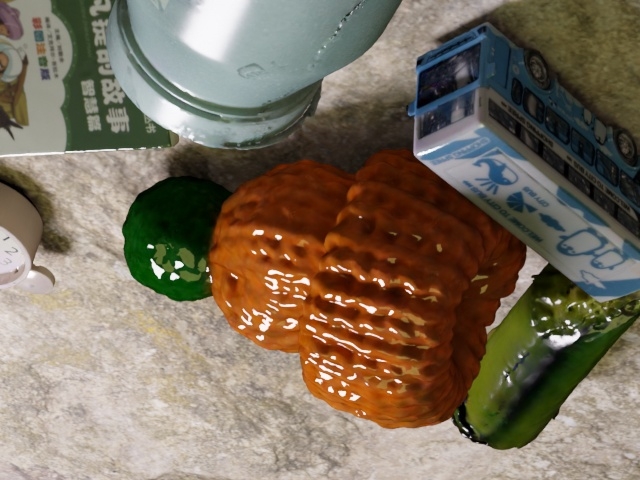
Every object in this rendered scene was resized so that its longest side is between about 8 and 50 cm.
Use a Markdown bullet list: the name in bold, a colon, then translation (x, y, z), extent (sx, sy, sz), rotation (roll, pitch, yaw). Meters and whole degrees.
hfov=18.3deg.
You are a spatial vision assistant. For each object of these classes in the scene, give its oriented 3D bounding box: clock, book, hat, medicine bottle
- **clock**: translation (-0.382, -0.013, 2.174), extent (0.229, 0.063, 0.155), rotation (35, 141, -27)
- **book**: translation (-0.270, -0.177, 1.852), extent (0.264, 0.027, 0.202), rotation (-2, 107, 17)
- **hat**: translation (0.000, 0.000, 1.999), extent (0.400, 0.285, 0.285), rotation (29, 150, 20)
- **medicine bottle**: translation (-0.047, -0.231, 1.621), extent (0.245, 0.245, 0.290), rotation (18, 143, -10)

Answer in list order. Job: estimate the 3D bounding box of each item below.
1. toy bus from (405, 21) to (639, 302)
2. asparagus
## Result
- **toy bus**: translation (0.213, -0.070, 1.876), extent (0.106, 0.131, 0.297), rotation (-25, 133, 38)
- **asparagus**: translation (0.256, 0.095, 2.120), extent (0.128, 0.108, 0.382), rotation (19, 142, -10)
